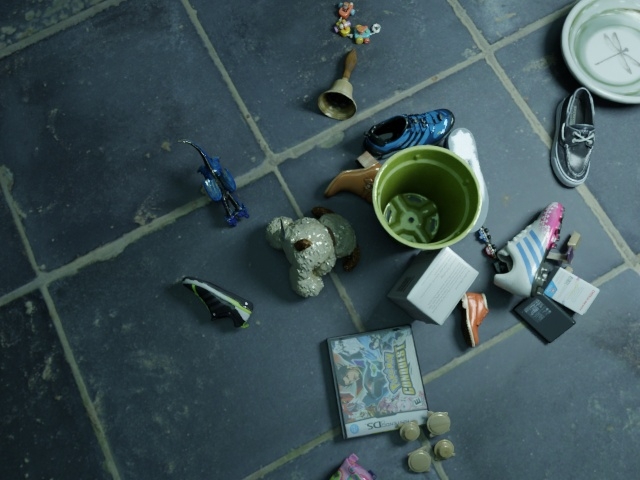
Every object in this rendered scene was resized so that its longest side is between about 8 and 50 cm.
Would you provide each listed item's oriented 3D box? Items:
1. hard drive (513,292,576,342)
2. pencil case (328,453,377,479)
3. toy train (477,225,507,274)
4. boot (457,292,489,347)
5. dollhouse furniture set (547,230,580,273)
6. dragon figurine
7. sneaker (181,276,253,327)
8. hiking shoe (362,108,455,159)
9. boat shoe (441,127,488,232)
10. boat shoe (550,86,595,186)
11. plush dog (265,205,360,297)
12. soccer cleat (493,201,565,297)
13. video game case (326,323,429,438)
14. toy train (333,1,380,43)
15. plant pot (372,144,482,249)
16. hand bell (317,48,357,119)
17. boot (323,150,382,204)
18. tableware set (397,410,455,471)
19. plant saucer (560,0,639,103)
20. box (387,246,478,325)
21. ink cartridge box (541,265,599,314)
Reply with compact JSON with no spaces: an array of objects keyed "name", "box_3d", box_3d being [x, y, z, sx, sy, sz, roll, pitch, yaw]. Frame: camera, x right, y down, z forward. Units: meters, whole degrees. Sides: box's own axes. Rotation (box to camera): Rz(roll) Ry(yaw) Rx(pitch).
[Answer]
[{"name":"hard drive","box_3d":[0.635,0.214,1.268,0.135,0.022,0.094,45,114,10]},{"name":"pencil case","box_3d":[0.023,0.702,1.158,0.124,0.124,0.284,42,81,9]},{"name":"toy train","box_3d":[0.509,0.031,1.331,0.036,0.027,0.158,-23,79,8]},{"name":"boot","box_3d":[0.446,0.225,1.277,0.084,0.059,0.158,-2,77,-4]},{"name":"dollhouse furniture set","box_3d":[0.720,0.031,1.334,0.081,0.091,0.114,11,47,44]},{"name":"dragon figurine","box_3d":[-0.300,-0.173,1.310,0.085,0.289,0.144,-30,41,-7]},{"name":"sneaker","box_3d":[-0.308,0.182,1.292,0.234,0.084,0.097,24,81,6]},{"name":"hiking shoe","box_3d":[0.277,-0.332,1.360,0.303,0.132,0.113,-22,78,-3]},{"name":"boat shoe","box_3d":[0.416,-0.173,1.336,0.113,0.105,0.307,-12,88,-5]},{"name":"boat shoe","box_3d":[0.782,-0.317,1.357,0.108,0.102,0.302,9,78,4]},{"name":"plush dog","box_3d":[0.000,0.000,1.286,0.225,0.210,0.263,-24,79,-30]},{"name":"soccer cleat","box_3d":[0.595,0.009,1.277,0.143,0.116,0.331,15,59,30]},{"name":"video game case","box_3d":[0.161,0.393,1.258,0.248,0.035,0.275,-10,78,0]},{"name":"toy train","box_3d":[0.115,-0.736,1.495,0.166,0.046,0.125,35,81,9]},{"name":"plant pot","box_3d":[0.272,-0.088,1.247,0.275,0.254,0.276,0,79,2]},{"name":"hand bell","box_3d":[0.082,-0.523,1.436,0.126,0.126,0.242,15,67,5]},{"name":"boot","box_3d":[0.120,-0.157,1.362,0.197,0.073,0.152,-40,93,7]},{"name":"tableware set","box_3d":[0.292,0.545,1.211,0.141,0.020,0.169,-15,97,-1]},{"name":"plant saucer","box_3d":[0.947,-0.597,1.414,0.400,0.100,0.401,0,77,1]},{"name":"box","box_3d":[0.303,0.123,1.230,0.119,0.181,0.182,40,81,-4]},{"name":"ink cartridge box","box_3d":[0.710,0.143,1.277,0.122,0.052,0.089,32,98,9]}]
